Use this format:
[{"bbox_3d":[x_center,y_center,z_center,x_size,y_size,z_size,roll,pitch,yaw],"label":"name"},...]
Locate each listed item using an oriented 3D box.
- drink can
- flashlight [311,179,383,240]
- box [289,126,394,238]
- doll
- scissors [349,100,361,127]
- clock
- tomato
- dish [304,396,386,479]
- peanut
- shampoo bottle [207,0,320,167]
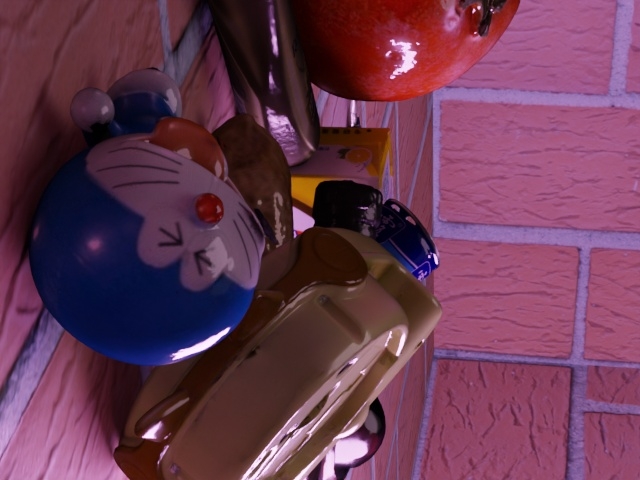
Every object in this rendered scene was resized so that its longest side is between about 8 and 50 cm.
[{"bbox_3d":[0.008,0.058,1.722,0.097,0.235,0.097,50,-16,20],"label":"drink can"},{"bbox_3d":[0.014,0.056,1.634,0.093,0.093,0.232,45,52,-78],"label":"flashlight"},{"bbox_3d":[0.000,0.000,1.874,0.097,0.168,0.265,-79,170,-50],"label":"box"},{"bbox_3d":[-0.113,-0.020,1.173,0.215,0.161,0.257,48,20,-27],"label":"doll"},{"bbox_3d":[0.052,-0.198,2.576,0.109,0.022,0.300,-81,169,-54],"label":"scissors"},{"bbox_3d":[-0.041,0.123,1.400,0.286,0.117,0.348,-49,166,6],"label":"clock"},{"bbox_3d":[0.084,-0.318,1.822,0.325,0.290,0.293,-60,144,-24],"label":"tomato"},{"bbox_3d":[0.014,0.230,2.037,0.273,0.134,0.273,10,90,-75],"label":"dish"},{"bbox_3d":[-0.076,-0.006,1.596,0.120,0.110,0.236,22,63,-73],"label":"peanut"},{"bbox_3d":[-0.063,-0.205,1.640,0.350,0.084,0.125,76,0,-59],"label":"shampoo bottle"}]
